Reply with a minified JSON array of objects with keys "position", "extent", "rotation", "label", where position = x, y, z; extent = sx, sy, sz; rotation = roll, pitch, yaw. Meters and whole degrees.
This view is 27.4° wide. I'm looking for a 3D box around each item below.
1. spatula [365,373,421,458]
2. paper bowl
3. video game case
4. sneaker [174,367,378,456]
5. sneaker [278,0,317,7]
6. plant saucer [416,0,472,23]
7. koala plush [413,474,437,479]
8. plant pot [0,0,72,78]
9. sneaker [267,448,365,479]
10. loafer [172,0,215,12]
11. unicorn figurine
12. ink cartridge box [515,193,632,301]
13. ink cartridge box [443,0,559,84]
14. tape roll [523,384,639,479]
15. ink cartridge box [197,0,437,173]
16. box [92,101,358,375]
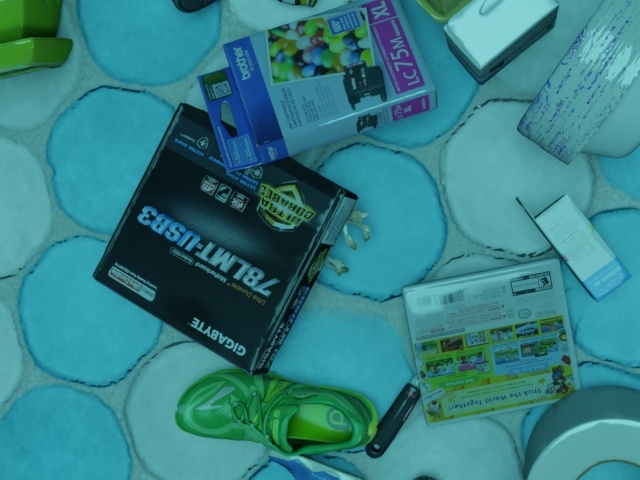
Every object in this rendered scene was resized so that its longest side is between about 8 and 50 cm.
[{"position":[0.149,0.191,1.896],"extent":[0.084,0.030,0.296],"rotation":[33,95,2],"label":"spatula"},{"position":[0.396,-0.223,1.732],"extent":[0.148,0.284,0.284],"rotation":[34,95,4],"label":"paper bowl"},{"position":[0.243,0.144,1.862],"extent":[0.226,0.026,0.206],"rotation":[-11,97,0],"label":"video game case"},{"position":[-0.066,0.245,1.877],"extent":[0.295,0.123,0.110],"rotation":[3,92,8],"label":"sneaker"},{"position":[-0.029,-0.432,1.888],"extent":[0.083,0.069,0.186],"rotation":[11,91,1],"label":"sneaker"},{"position":[0.169,-0.505,1.828],"extent":[0.332,0.081,0.333],"rotation":[-42,84,-9],"label":"plant saucer"},{"position":[0.148,0.486,1.836],"extent":[0.196,0.203,0.221],"rotation":[-36,99,7],"label":"koala plush"},{"position":[-0.488,-0.332,1.874],"extent":[0.227,0.228,0.207],"rotation":[-12,97,7],"label":"plant pot"},{"position":[-0.016,0.360,1.906],"extent":[0.152,0.058,0.085],"rotation":[22,85,0],"label":"sneaker"},{"position":[-0.122,-0.460,1.894],"extent":[0.302,0.109,0.095],"rotation":[-47,66,0],"label":"loafer"},{"position":[0.000,0.000,1.897],"extent":[0.111,0.060,0.162],"rotation":[39,102,14],"label":"unicorn figurine"},{"position":[0.351,-0.006,1.831],"extent":[0.061,0.104,0.181],"rotation":[-38,87,6],"label":"ink cartridge box"},{"position":[0.247,-0.293,1.795],"extent":[0.139,0.190,0.082],"rotation":[-39,87,7],"label":"ink cartridge box"},{"position":[0.398,0.335,1.785],"extent":[0.246,0.169,0.246],"rotation":[2,100,10],"label":"tape roll"},{"position":[-0.011,-0.223,1.839],"extent":[0.311,0.065,0.186],"rotation":[-19,62,1],"label":"ink cartridge box"},{"position":[-0.139,-0.004,1.879],"extent":[0.295,0.073,0.293],"rotation":[30,94,20],"label":"box"}]
